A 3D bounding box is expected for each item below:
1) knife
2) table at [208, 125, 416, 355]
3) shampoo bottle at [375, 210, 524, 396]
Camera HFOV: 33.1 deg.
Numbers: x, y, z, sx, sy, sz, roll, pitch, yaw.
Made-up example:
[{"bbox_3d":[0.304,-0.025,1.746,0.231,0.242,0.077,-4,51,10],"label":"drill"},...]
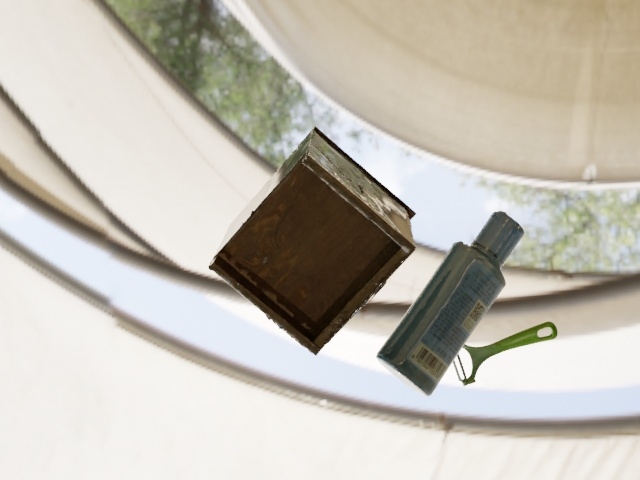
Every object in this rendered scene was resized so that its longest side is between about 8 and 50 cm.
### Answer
[{"bbox_3d":[0.278,0.158,1.629,0.166,0.078,0.022,-21,-162,-3],"label":"knife"},{"bbox_3d":[0.000,0.000,1.231,0.169,0.172,0.193,-48,-172,12],"label":"table"},{"bbox_3d":[0.180,0.077,1.421,0.258,0.104,0.061,-54,-144,-8],"label":"shampoo bottle"}]
